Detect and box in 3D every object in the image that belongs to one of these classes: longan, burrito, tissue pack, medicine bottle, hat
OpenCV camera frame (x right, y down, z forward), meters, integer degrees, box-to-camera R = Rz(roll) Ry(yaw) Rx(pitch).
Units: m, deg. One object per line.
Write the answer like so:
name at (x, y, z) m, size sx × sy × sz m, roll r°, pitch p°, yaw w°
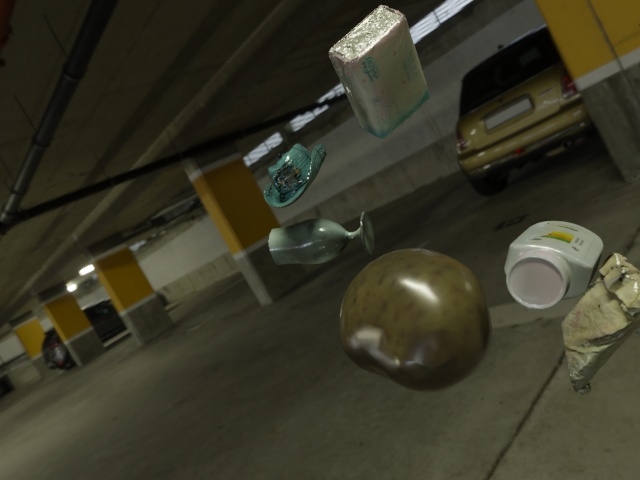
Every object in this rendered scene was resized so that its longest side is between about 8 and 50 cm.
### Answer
longan at (0.238, 0.200, 1.352) m, size 0.404 × 0.336 × 0.405 m, roll -17°, pitch 33°, yaw 12°
burrito at (0.693, 0.203, 1.324) m, size 0.107 × 0.348 × 0.175 m, roll 6°, pitch 35°, yaw -10°
tissue pack at (0.159, -0.426, 1.381) m, size 0.201 × 0.271 × 0.124 m, roll -45°, pitch 48°, yaw -9°
medicine bottle at (0.469, 0.042, 1.086) m, size 0.161 × 0.111 × 0.296 m, roll 18°, pitch 25°, yaw 31°
hat at (-0.055, -0.137, 1.018) m, size 0.138 × 0.078 × 0.191 m, roll -34°, pitch 17°, yaw 20°

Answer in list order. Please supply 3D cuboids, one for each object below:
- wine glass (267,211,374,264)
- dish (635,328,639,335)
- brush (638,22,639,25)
wine glass at (0.000, 0.000, 1.068) m, size 0.202 × 0.093 × 0.093 m, roll -6°, pitch 13°, yaw 19°
dish at (0.844, 0.178, 1.463) m, size 0.064 × 0.154 × 0.234 m, roll -2°, pitch 18°, yaw -19°
brush at (0.459, -0.319, 0.733) m, size 0.083 × 0.013 × 0.016 m, roll -42°, pitch 4°, yaw -24°
